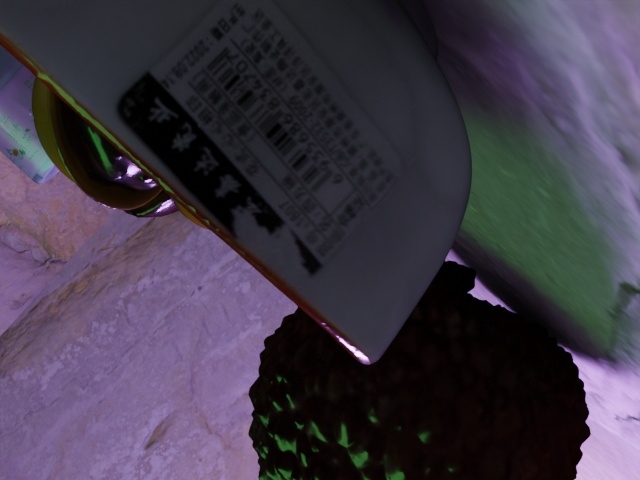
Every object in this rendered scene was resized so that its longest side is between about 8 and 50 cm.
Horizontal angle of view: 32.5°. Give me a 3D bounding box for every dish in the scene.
[{"bbox_3d":[-0.039,-0.075,0.440,0.256,0.117,0.256,41,176,4],"label":"dish"}]

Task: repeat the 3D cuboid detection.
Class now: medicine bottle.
[{"bbox_3d":[-0.481,-0.272,1.788,0.290,0.245,0.245,43,176,-8],"label":"medicine bottle"}]

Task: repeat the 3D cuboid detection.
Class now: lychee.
[{"bbox_3d":[0.075,0.134,0.835,0.264,0.300,0.264,3,-177,0],"label":"lychee"}]

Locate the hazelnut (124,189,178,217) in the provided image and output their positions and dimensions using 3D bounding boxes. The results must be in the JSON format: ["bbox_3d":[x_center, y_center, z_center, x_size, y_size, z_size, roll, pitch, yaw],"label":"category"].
[{"bbox_3d":[-0.227,-0.125,1.365,0.202,0.170,0.160,32,175,-2],"label":"hazelnut"}]

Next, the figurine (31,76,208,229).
[{"bbox_3d":[-0.156,-0.102,1.001,0.257,0.167,0.192,36,160,39],"label":"figurine"}]
